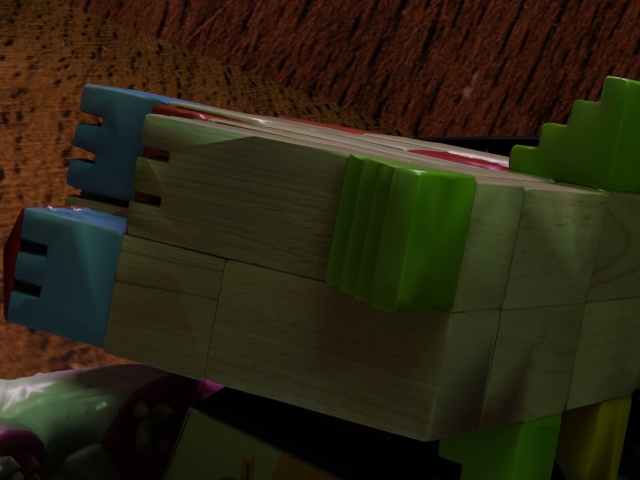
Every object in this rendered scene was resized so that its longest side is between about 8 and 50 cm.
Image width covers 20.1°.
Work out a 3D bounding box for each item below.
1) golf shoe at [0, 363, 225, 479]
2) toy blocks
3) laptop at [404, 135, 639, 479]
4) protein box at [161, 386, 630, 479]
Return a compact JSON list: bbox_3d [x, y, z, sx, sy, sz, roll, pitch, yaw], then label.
[{"bbox_3d":[-0.151,0.098,0.861,0.140,0.115,0.306,25,11,28],"label":"golf shoe"},{"bbox_3d":[0.000,0.000,0.819,0.261,0.191,0.381,13,6,27],"label":"toy blocks"},{"bbox_3d":[0.260,0.075,1.112,0.382,0.408,0.236,2,29,41],"label":"laptop"},{"bbox_3d":[0.033,0.158,0.847,0.199,0.136,0.201,24,12,11],"label":"protein box"}]
